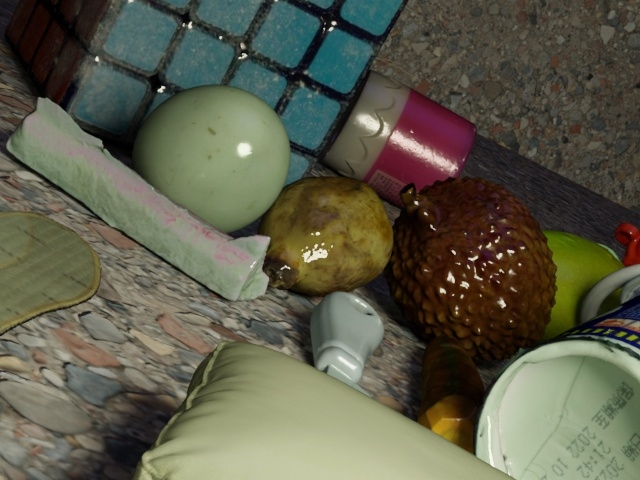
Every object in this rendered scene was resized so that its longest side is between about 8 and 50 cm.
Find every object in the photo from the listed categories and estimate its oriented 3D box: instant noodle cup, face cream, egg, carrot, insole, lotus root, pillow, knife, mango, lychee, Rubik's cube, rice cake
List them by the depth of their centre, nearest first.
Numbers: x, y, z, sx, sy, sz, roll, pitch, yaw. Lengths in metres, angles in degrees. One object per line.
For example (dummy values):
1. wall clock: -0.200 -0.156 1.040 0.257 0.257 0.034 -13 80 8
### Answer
1. pillow: 0.051 0.180 0.754 0.322 0.120 0.255 29 13 0
2. insole: -0.240 0.024 0.967 0.119 0.009 0.348 31 13 3
3. instant noodle cup: 0.285 0.159 1.081 0.284 0.284 0.312 37 23 30
4. knife: 0.024 0.129 1.090 0.080 0.044 0.331 35 18 -10
5. carrot: 0.120 0.140 1.200 0.066 0.066 0.314 29 10 -1
6. rice cake: -0.168 -0.041 1.216 0.290 0.081 0.051 32 26 12
7. egg: -0.109 -0.080 1.286 0.149 0.149 0.192 22 -17 -29
8. lotus root: 0.000 0.000 1.336 0.138 0.138 0.214 31 24 8
9. lychee: 0.158 0.026 1.409 0.238 0.200 0.200 44 6 -27
10. Rubik's cube: -0.148 -0.291 1.605 0.337 0.345 0.344 20 17 -32
11. mango: 0.285 0.067 1.614 0.273 0.149 0.185 8 27 -45
12. face cream: 0.121 -0.151 2.022 0.194 0.175 0.175 27 13 -6

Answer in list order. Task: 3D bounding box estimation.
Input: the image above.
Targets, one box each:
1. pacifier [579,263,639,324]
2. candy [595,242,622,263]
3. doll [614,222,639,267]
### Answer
1. pacifier: 0.386 0.156 1.431 0.238 0.287 0.226 25 49 8
2. candy: 0.435 0.066 2.097 0.119 0.119 0.440 32 5 10
3. doll: 0.592 0.102 1.980 0.363 0.160 0.183 43 -24 7
